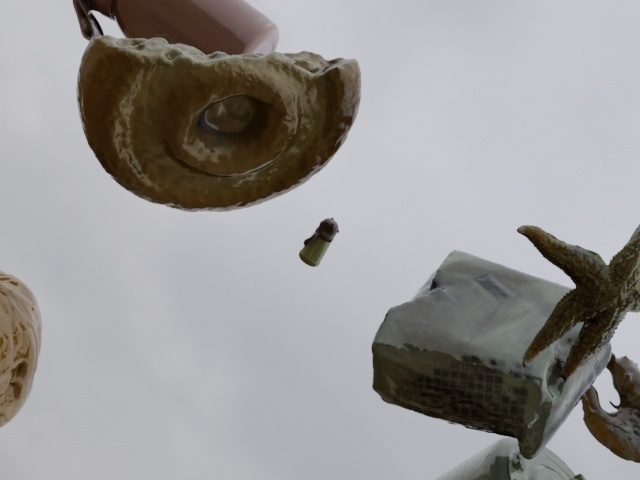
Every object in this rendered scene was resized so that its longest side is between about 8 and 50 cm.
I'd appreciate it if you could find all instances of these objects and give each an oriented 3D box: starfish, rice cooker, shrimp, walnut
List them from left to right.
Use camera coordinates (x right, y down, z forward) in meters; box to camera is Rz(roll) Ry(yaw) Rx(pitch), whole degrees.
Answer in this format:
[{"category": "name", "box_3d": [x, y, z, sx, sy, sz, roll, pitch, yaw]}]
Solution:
[{"category": "walnut", "box_3d": [-0.447, 0.142, 1.071, 0.193, 0.193, 0.226, 36, -58, 27]}, {"category": "rice cooker", "box_3d": [0.237, 0.400, 1.131, 0.244, 0.226, 0.226, -40, -95, 29]}, {"category": "starfish", "box_3d": [0.286, 0.047, 0.865, 0.216, 0.223, 0.050, 29, 6, -4]}, {"category": "shrimp", "box_3d": [0.467, 0.252, 1.314, 0.052, 0.132, 0.188, 112, -35, -54]}]

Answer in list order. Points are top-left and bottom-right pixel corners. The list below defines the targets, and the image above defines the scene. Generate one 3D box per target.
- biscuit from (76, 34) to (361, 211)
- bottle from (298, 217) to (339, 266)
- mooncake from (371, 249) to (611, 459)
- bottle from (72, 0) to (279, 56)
[{"category": "biscuit", "box_3d": [-0.098, -0.111, 0.848, 0.213, 0.274, 0.091, 102, -25, -46]}, {"category": "bottle", "box_3d": [0.000, -0.001, 1.640, 0.047, 0.063, 0.101, 35, -67, 6]}, {"category": "mooncake", "box_3d": [0.209, 0.139, 1.045, 0.254, 0.250, 0.136, 18, -51, 28]}, {"category": "bottle", "box_3d": [-0.236, -0.342, 1.348, 0.297, 0.206, 0.173, 38, 3, 1]}]
